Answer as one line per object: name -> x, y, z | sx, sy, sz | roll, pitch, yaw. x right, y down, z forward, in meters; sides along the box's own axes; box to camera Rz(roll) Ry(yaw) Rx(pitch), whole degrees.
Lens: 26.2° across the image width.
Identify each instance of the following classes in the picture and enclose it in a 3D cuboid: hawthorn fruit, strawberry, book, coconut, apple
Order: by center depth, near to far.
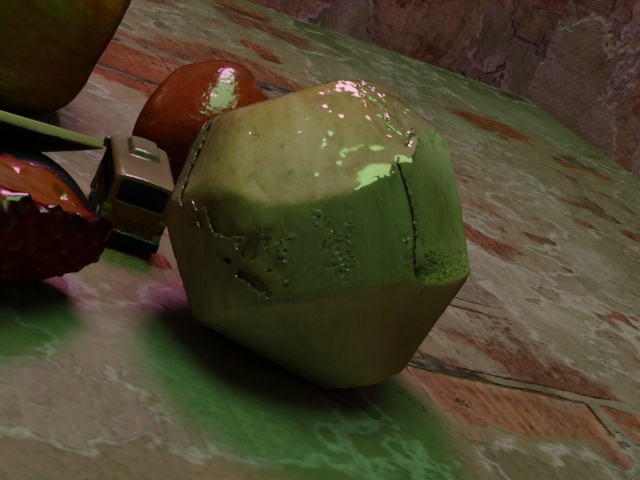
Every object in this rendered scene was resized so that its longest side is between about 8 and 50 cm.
strawberry -> -0.374, -0.027, 1.384 | 0.336, 0.149, 0.265 | 24, 6, -37
coconut -> 0.000, 0.000, 1.532 | 0.353, 0.352, 0.352 | 21, 16, -7
book -> -0.397, -0.131, 1.652 | 0.242, 0.018, 0.170 | 2, -9, 44
hawthorn fruit -> -0.181, -0.144, 1.944 | 0.199, 0.199, 0.251 | 28, 41, 17
apple -> -0.444, -0.366, 2.001 | 0.340, 0.339, 0.339 | 21, 16, -7

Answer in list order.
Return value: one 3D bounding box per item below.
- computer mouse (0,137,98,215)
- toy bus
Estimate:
computer mouse -> -0.397, -0.085, 1.600 | 0.295, 0.087, 0.168 | 24, 13, 8
toy bus -> -0.236, -0.065, 1.724 | 0.091, 0.103, 0.182 | 19, 16, -17
